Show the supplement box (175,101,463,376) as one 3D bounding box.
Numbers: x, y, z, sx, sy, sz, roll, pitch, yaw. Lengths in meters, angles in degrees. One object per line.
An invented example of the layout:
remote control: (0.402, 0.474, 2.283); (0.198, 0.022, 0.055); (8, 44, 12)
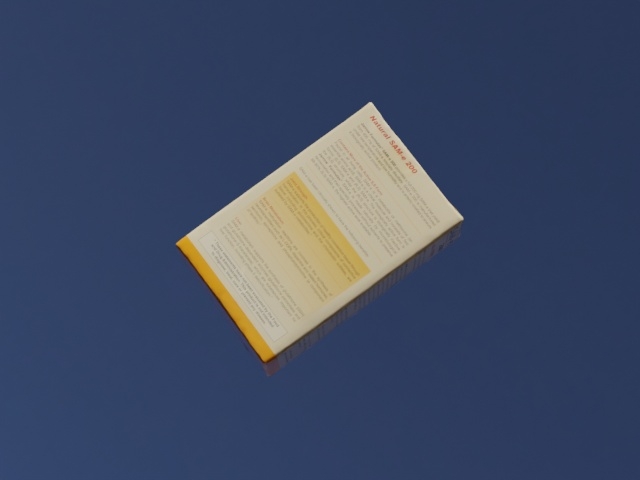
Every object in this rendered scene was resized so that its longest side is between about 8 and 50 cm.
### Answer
supplement box: (0.000, 0.000, 0.774); (0.062, 0.098, 0.036); (53, -6, 11)
